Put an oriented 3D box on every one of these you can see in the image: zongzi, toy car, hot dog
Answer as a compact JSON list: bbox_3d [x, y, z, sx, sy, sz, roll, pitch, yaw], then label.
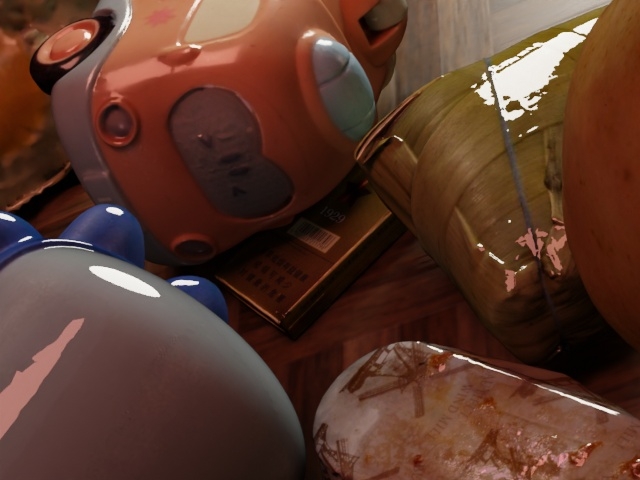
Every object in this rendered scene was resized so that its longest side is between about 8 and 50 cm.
[{"bbox_3d":[0.170,-0.053,1.022,0.256,0.115,0.228,-29,36,-5],"label":"zongzi"},{"bbox_3d":[-0.049,-0.117,1.181,0.212,0.180,0.270,-8,38,30],"label":"toy car"},{"bbox_3d":[0.098,0.132,0.897,0.268,0.075,0.144,25,72,46],"label":"hot dog"}]

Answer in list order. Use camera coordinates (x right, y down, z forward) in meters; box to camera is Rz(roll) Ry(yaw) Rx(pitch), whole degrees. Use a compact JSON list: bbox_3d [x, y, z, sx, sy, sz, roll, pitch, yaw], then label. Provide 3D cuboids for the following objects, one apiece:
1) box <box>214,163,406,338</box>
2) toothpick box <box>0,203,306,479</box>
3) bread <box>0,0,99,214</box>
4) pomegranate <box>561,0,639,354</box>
[{"bbox_3d":[0.000,0.000,1.158,0.133,0.023,0.090,-45,39,-12],"label":"box"},{"bbox_3d":[-0.165,0.149,0.932,0.263,0.263,0.354,10,55,44],"label":"toothpick box"},{"bbox_3d":[-0.371,-0.180,1.454,0.361,0.250,0.394,-36,36,-2],"label":"bread"},{"bbox_3d":[0.246,-0.023,0.826,0.252,0.229,0.270,-4,70,1],"label":"pomegranate"}]
